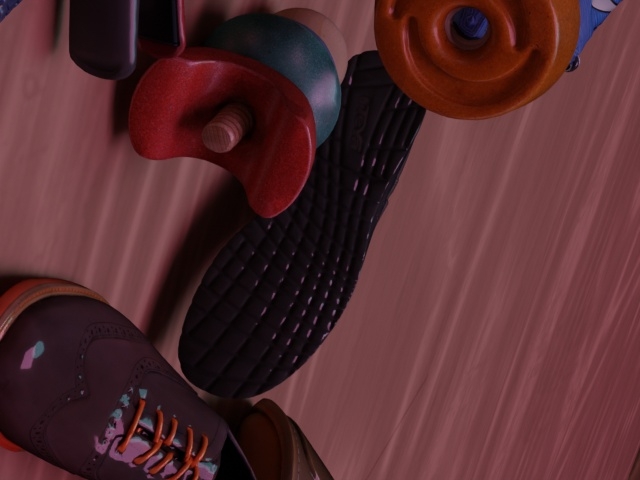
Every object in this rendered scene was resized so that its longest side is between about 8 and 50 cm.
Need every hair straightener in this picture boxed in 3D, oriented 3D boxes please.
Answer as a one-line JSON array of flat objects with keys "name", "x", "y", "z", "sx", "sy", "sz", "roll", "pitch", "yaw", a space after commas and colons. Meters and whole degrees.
[{"name": "hair straightener", "x": -0.095, "y": -0.176, "z": 0.601, "sx": 0.089, "sy": 0.047, "sz": 0.230, "roll": -37, "pitch": 142, "yaw": -49}]

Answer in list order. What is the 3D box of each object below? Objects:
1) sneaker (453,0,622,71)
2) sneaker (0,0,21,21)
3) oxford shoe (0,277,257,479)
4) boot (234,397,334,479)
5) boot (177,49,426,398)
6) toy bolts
[{"name": "sneaker", "x": 0.188, "y": -0.220, "z": 1.099, "sx": 0.330, "sy": 0.130, "sz": 0.147, "roll": -24, "pitch": 146, "yaw": -53}, {"name": "sneaker", "x": -0.134, "y": -0.142, "z": 0.551, "sx": 0.052, "sy": 0.058, "sz": 0.135, "roll": -55, "pitch": 176, "yaw": -31}, {"name": "oxford shoe", "x": -0.103, "y": 0.096, "z": 0.761, "sx": 0.096, "sy": 0.098, "sz": 0.271, "roll": -62, "pitch": 156, "yaw": -11}, {"name": "boot", "x": -0.076, "y": 0.231, "z": 0.901, "sx": 0.220, "sy": 0.283, "sz": 0.109, "roll": -33, "pitch": 119, "yaw": -2}, {"name": "boot", "x": 0.000, "y": 0.000, "z": 0.901, "sx": 0.246, "sy": 0.083, "sz": 0.161, "roll": -59, "pitch": 174, "yaw": -8}, {"name": "toy bolts", "x": 0.021, "y": -0.127, "z": 0.736, "sx": 0.228, "sy": 0.218, "sz": 0.158, "roll": -60, "pitch": 178, "yaw": 32}]
